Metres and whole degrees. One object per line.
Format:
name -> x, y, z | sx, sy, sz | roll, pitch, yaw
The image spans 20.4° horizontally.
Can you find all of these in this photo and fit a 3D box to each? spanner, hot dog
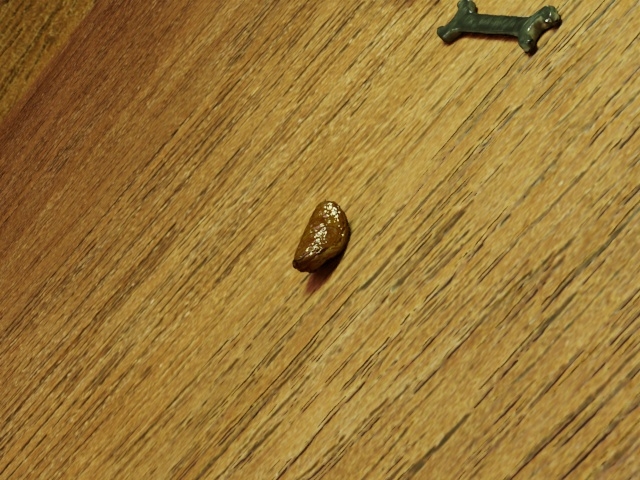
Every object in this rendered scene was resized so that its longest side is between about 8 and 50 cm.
spanner -> 0.176, -0.218, 1.790 | 0.054, 0.015, 0.254 | -54, 19, -3
hot dog -> 0.000, 0.000, 1.797 | 0.058, 0.035, 0.083 | -31, 30, 48
